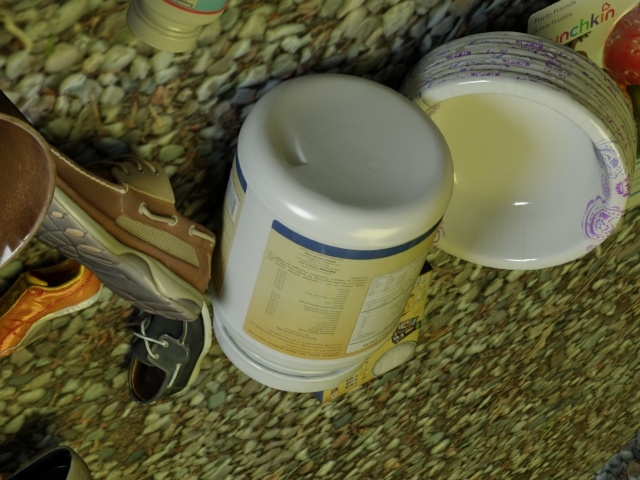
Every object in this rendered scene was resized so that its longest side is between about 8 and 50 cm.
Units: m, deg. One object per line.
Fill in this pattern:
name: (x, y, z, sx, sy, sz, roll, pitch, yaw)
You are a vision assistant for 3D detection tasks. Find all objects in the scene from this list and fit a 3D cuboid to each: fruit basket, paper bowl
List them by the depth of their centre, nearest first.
paper bowl: (0.217, -0.113, 1.663, 0.284, 0.284, 0.148, 110, 2, -47)
fruit basket: (0.388, -0.198, 1.799, 0.327, 0.165, 0.353, -26, 148, -17)

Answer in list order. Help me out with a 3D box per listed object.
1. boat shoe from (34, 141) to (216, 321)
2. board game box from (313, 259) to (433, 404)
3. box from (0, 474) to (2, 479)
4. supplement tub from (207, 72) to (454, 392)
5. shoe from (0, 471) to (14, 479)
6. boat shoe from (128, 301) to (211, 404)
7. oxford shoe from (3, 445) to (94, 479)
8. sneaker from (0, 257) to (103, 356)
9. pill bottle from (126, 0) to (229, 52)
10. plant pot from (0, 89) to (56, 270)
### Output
boat shoe: (-0.210, -0.031, 1.462, 0.324, 0.123, 0.116, 47, 63, -54)
board game box: (0.067, 0.124, 2.065, 0.165, 0.042, 0.243, -25, 151, -20)
box: (-0.470, 0.170, 1.369, 0.215, 0.168, 0.345, -38, 154, -16)
supplement tub: (0.000, 0.000, 1.597, 0.228, 0.228, 0.316, -19, 149, -29)
shoe: (-0.407, 0.368, 1.893, 0.076, 0.058, 0.219, -24, 150, -22)
boat shoe: (-0.182, 0.118, 1.730, 0.079, 0.084, 0.233, -24, 153, -29)
oxford shoe: (-0.414, 0.370, 1.733, 0.348, 0.123, 0.130, -44, 151, -27)
sneaker: (-0.315, 0.066, 1.545, 0.175, 0.064, 0.067, -35, 133, -13)
pill bottle: (-0.108, -0.242, 1.252, 0.087, 0.087, 0.160, -9, 142, -41)
plant pot: (-0.341, -0.091, 1.070, 0.215, 0.230, 0.215, -27, 150, -17)
